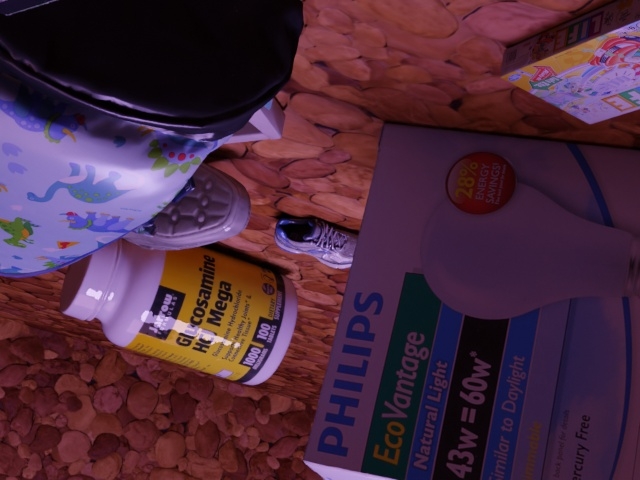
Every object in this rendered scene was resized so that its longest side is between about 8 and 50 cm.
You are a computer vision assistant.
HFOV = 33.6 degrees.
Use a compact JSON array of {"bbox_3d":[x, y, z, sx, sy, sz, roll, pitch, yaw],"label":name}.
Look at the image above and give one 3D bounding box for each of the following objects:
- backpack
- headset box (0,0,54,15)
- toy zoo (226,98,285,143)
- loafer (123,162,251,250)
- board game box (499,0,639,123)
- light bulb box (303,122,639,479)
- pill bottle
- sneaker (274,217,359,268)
[{"bbox_3d":[-0.230,-0.115,0.854,0.290,0.273,0.355,20,168,-32],"label":"backpack"},{"bbox_3d":[-0.147,-0.253,0.327,0.131,0.246,0.283,-2,157,44],"label":"headset box"},{"bbox_3d":[-0.168,-0.146,1.047,0.293,0.030,0.192,-3,157,30],"label":"toy zoo"},{"bbox_3d":[-0.190,-0.042,1.325,0.319,0.112,0.111,8,170,45],"label":"loafer"},{"bbox_3d":[0.227,-0.136,0.811,0.103,0.026,0.154,21,162,-26],"label":"board game box"},{"bbox_3d":[0.211,0.103,1.033,0.361,0.358,0.225,7,159,16],"label":"light bulb box"},{"bbox_3d":[-0.219,0.094,1.639,0.333,0.188,0.188,20,162,-23],"label":"pill bottle"},{"bbox_3d":[0.000,0.000,1.403,0.135,0.052,0.058,9,159,11],"label":"sneaker"}]
